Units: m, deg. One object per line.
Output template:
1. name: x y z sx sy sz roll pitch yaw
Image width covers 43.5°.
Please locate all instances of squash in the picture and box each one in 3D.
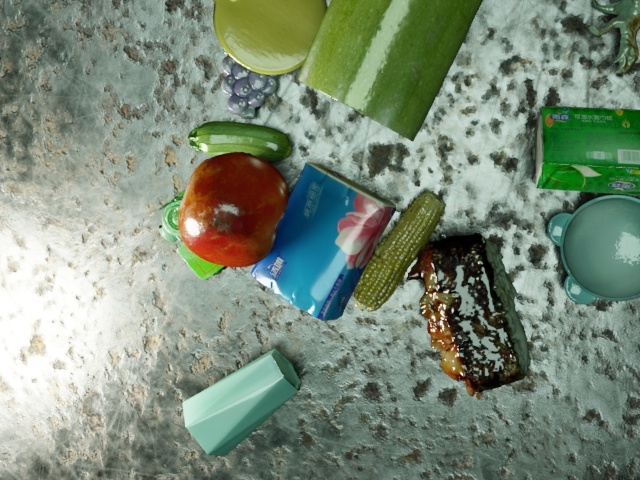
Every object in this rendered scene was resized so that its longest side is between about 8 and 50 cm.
1. squash: -0.165 -0.206 1.658 0.219 0.068 0.077 5 79 6
2. squash: 0.146 -0.414 1.494 0.263 0.263 0.385 27 100 2

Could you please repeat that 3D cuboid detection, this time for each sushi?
1. sushi: 0.311 0.154 1.616 0.181 0.196 0.344 -15 92 27

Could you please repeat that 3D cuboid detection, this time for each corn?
1. corn: 0.156 0.025 1.653 0.086 0.086 0.288 34 98 0

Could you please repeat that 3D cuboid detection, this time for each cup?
1. cup: -0.162 0.341 1.712 0.235 0.148 0.134 -37 126 11

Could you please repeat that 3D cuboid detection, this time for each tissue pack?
1. tissue pack: 0.522 -0.162 1.561 0.208 0.156 0.148 3 63 7
2. tissue pack: 0.000 0.000 1.616 0.209 0.137 0.270 33 103 25

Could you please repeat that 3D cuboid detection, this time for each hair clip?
1. hair clip: -0.143 -0.347 1.653 0.124 0.052 0.196 -1 91 -3

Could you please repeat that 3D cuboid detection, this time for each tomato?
1. tomato: -0.174 -0.047 1.526 0.200 0.139 0.233 16 108 -1

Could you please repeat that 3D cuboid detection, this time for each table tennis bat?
1. table tennis bat: -0.154 -0.486 1.620 0.368 0.054 0.224 35 90 1

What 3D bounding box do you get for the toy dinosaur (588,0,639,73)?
1. toy dinosaur: 0.580 -0.529 1.513 0.205 0.092 0.393 24 100 3

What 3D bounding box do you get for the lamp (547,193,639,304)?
1. lamp: 0.605 0.006 1.565 0.283 0.147 0.210 -16 92 7

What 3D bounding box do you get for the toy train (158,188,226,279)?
1. toy train: -0.208 -0.048 1.661 0.243 0.132 0.188 -38 100 11
